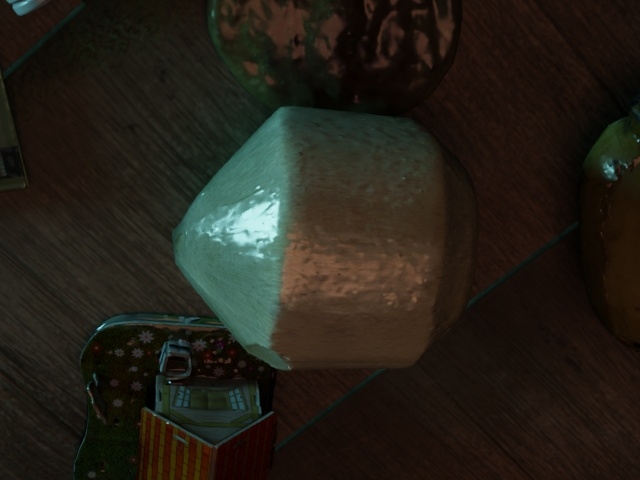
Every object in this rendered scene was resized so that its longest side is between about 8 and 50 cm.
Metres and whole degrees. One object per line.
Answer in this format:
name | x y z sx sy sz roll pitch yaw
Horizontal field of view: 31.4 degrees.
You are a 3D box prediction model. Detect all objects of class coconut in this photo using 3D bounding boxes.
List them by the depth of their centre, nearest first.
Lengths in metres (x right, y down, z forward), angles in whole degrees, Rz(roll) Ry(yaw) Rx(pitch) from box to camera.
coconut | 0.000 0.000 1.033 0.266 0.237 0.237 2 116 -14

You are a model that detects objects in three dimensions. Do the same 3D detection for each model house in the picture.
model house | -0.151 0.240 1.174 0.207 0.154 0.294 4 116 -10

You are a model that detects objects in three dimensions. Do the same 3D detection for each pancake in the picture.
pancake | 0.020 -0.209 1.033 0.242 0.050 0.242 -3 116 -6

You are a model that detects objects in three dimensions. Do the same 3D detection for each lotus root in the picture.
lotus root | 0.330 -0.020 1.112 0.160 0.146 0.284 -23 125 -17

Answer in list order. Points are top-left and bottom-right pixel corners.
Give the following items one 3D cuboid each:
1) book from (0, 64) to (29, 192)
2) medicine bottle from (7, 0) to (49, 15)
book | -0.442 -0.125 1.037 0.310 0.021 0.217 -8 116 -3
medicine bottle | -0.262 -0.246 0.978 0.058 0.058 0.091 -29 115 8
